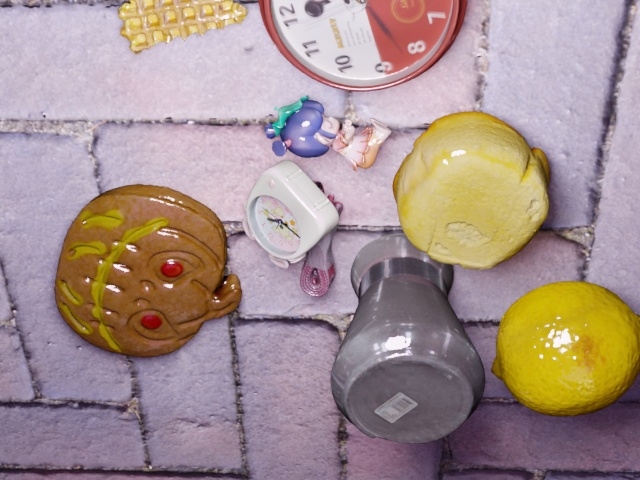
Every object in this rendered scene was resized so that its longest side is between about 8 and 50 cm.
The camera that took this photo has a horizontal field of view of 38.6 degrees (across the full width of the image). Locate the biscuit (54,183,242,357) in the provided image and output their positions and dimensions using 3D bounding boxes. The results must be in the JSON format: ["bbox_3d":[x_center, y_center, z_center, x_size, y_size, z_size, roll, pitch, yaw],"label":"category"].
[{"bbox_3d":[-0.321,0.075,1.727,0.351,0.070,0.394,13,125,-6],"label":"biscuit"}]

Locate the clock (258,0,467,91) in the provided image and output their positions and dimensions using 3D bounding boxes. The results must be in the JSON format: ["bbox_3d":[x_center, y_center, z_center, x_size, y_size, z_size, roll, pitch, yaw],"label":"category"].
[{"bbox_3d":[0.063,-0.372,1.387,0.319,0.080,0.318,3,129,4],"label":"clock"}]

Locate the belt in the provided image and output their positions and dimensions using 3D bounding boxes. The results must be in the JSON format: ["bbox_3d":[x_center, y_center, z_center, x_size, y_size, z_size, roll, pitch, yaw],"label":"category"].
[{"bbox_3d":[0.000,0.000,1.670,0.071,0.053,0.232,9,125,11],"label":"belt"}]

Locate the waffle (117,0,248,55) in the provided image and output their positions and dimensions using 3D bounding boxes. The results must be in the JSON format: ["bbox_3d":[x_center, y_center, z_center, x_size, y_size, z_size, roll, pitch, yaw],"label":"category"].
[{"bbox_3d":[-0.224,-0.353,1.433,0.161,0.046,0.192,37,120,-21],"label":"waffle"}]

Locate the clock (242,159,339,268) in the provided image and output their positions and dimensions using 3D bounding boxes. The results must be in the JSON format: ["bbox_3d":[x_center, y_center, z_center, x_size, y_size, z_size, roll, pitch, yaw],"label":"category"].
[{"bbox_3d":[-0.064,-0.037,1.606,0.151,0.062,0.191,48,138,6],"label":"clock"}]

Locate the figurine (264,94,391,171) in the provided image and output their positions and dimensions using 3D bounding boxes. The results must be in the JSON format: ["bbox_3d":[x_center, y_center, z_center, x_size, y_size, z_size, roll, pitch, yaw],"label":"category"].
[{"bbox_3d":[0.009,-0.173,1.512,0.195,0.111,0.102,18,104,-10],"label":"figurine"}]

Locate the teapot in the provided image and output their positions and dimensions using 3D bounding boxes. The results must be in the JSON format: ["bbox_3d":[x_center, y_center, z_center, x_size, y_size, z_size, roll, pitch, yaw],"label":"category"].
[{"bbox_3d":[0.142,0.181,1.614,0.254,0.344,0.300,18,124,-9],"label":"teapot"}]

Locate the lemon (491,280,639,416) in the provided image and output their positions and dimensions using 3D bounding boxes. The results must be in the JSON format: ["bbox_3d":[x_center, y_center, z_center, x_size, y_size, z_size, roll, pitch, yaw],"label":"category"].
[{"bbox_3d":[0.451,0.198,1.674,0.268,0.267,0.267,1,125,2],"label":"lemon"}]

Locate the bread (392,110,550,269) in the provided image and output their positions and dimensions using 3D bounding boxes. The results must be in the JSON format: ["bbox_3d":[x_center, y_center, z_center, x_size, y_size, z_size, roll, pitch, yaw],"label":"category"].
[{"bbox_3d":[0.253,-0.081,1.544,0.270,0.148,0.269,4,126,5],"label":"bread"}]
